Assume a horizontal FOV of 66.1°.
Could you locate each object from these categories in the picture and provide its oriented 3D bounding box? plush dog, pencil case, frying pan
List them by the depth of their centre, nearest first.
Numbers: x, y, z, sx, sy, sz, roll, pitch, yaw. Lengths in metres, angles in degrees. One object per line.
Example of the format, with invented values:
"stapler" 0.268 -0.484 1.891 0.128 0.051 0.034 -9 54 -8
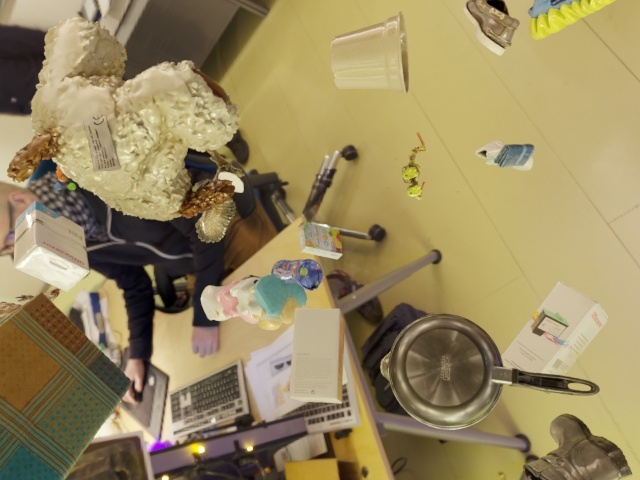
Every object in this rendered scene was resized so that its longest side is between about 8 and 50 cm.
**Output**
"plush dog" -0.234 -0.101 0.601 0.262 0.225 0.211 26 71 17
"frying pan" 0.267 0.246 0.824 0.326 0.053 0.197 26 77 24
"pencil case" -0.094 0.135 1.987 0.306 0.133 0.120 -4 73 64

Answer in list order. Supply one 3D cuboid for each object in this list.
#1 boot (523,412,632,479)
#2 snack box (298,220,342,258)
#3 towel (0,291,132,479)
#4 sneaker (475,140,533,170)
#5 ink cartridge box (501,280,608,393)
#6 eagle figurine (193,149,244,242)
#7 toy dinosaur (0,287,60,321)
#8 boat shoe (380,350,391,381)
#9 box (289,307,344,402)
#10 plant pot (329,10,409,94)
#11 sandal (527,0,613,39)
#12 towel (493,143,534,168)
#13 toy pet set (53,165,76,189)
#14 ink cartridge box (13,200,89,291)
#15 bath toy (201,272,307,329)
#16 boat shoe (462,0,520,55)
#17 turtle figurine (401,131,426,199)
"boot" 0.656 0.595 1.360 0.222 0.338 0.118 -23 83 -2
"snack box" 0.000 0.000 1.591 0.037 0.141 0.100 -47 41 42
"towel" -0.504 0.281 0.829 0.040 0.370 0.271 -31 106 22
"sneaker" 0.566 -0.255 1.532 0.212 0.094 0.080 -133 29 -64
"ink cartridge box" 0.653 0.275 1.374 0.278 0.201 0.117 -54 48 4
"eagle figurine" -0.398 -0.150 1.738 0.226 0.225 0.298 34 85 14
"toy dinosaur" -0.929 0.218 1.449 0.200 0.295 0.127 -90 4 -57
"boat shoe" 0.244 0.358 1.412 0.091 0.305 0.109 5 84 36
"box" -0.002 0.231 0.982 0.090 0.130 0.171 0 70 8
"plant pot" 0.211 -0.778 2.109 0.305 0.334 0.334 -2 83 15
"sandal" 0.407 -0.422 0.749 0.138 0.126 0.317 57 169 -10
"towel" 0.519 -0.226 1.307 0.029 0.119 0.067 55 138 35
"toy pet set" -0.497 -0.155 1.070 0.122 0.065 0.114 1 79 2
"ink cartridge box" -0.641 0.013 1.173 0.082 0.139 0.191 -41 44 7
"bath toy" -0.184 0.159 1.282 0.348 0.129 0.152 -11 104 51
"boat shoe" 0.491 -0.645 1.411 0.097 0.116 0.325 -54 21 39
"turtle figurine" 0.356 -0.268 1.897 0.087 0.217 0.270 3 114 15
